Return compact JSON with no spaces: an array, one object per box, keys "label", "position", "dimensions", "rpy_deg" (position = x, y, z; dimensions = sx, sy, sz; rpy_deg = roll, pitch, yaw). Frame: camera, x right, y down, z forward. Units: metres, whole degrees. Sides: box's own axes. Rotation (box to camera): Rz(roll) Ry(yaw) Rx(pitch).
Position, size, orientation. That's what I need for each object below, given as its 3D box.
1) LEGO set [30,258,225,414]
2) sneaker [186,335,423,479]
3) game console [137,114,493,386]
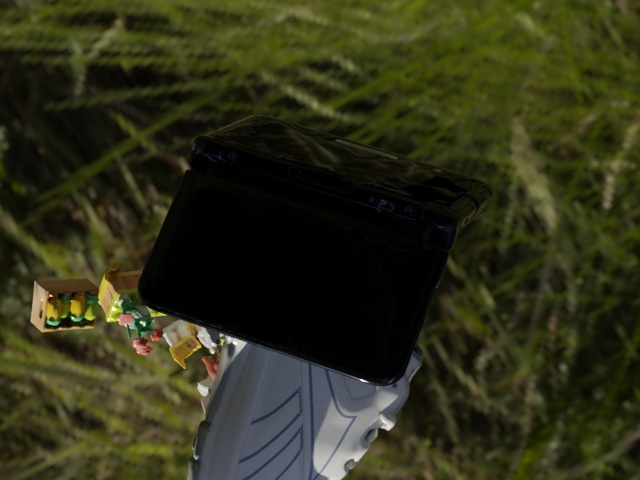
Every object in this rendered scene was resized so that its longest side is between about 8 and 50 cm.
[{"label":"LEGO set","position":[-0.105,0.090,1.391],"dimensions":[0.132,0.107,0.287],"rpy_deg":[-38,146,13]},{"label":"sneaker","position":[-0.009,0.103,1.006],"dimensions":[0.129,0.297,0.111],"rpy_deg":[11,-171,0]},{"label":"game console","position":[0.000,0.000,0.725],"dimensions":[0.107,0.122,0.071],"rpy_deg":[-34,139,-66]}]
